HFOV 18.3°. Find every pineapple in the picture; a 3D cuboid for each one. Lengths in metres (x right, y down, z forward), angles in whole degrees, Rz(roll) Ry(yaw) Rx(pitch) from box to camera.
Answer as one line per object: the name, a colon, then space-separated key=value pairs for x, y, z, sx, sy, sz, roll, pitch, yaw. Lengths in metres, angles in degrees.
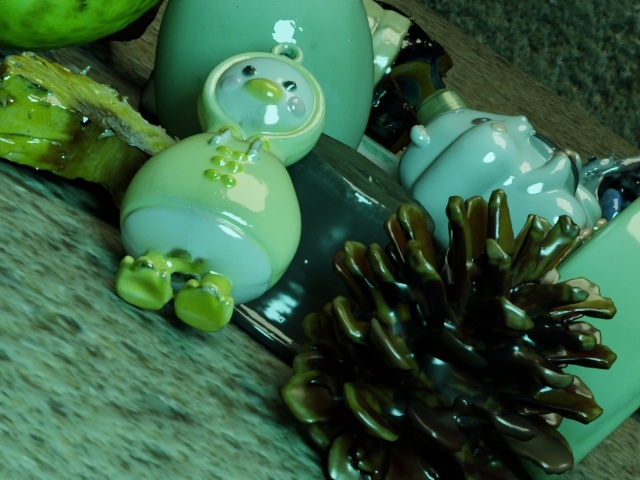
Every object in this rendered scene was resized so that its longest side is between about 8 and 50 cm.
pineapple: x=-0.204 y=-0.091 z=1.638 sx=0.233 sy=0.079 sz=0.135 roll=28 pitch=19 yaw=-35

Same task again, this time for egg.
egg: x=-0.051 y=-0.152 z=1.818 sx=0.202 sy=0.283 sz=0.203 roll=6 pitch=25 yaw=-3

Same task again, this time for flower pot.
flower pot: x=0.000 y=0.000 z=1.702 sx=0.235 sy=0.148 sz=0.235 roll=34 pitch=13 yaw=-9

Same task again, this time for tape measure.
tape measure: x=0.039 y=-0.169 z=2.218 sx=0.135 sy=0.202 sz=0.223 roll=49 pitch=14 yaw=32

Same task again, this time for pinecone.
pinecone: x=0.101 y=0.079 z=1.492 sx=0.264 sy=0.264 sz=0.264 roll=35 pitch=14 yaw=-10

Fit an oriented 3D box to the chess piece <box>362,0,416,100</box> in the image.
chess piece: x=-0.061 y=-0.247 z=2.032 sx=0.300 sy=0.137 sz=0.137 roll=30 pitch=15 yaw=-7

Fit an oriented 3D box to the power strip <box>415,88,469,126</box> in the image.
power strip: x=0.141 y=-0.050 z=2.121 sx=0.092 sy=0.066 sz=0.387 roll=59 pitch=-5 yaw=19

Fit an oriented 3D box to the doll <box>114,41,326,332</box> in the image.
doll: x=-0.071 y=-0.056 z=1.573 sx=0.141 sy=0.296 sz=0.117 roll=16 pitch=-32 yaw=6

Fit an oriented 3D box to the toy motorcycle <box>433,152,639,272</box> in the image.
toy motorcycle: x=0.249 y=0.012 z=2.052 sx=0.241 sy=0.319 sz=0.182 roll=40 pitch=56 yaw=-5

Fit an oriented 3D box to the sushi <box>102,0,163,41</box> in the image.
sushi: x=-0.230 y=-0.308 z=2.122 sx=0.140 sy=0.149 sz=0.287 roll=29 pitch=21 yaw=-17

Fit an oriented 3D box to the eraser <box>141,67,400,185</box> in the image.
eraser: x=-0.039 y=-0.102 z=2.033 sx=0.290 sy=0.104 sz=0.189 roll=34 pitch=17 yaw=-11

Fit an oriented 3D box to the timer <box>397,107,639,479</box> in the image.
timer: x=0.200 y=0.009 z=1.774 sx=0.315 sy=0.291 sz=0.291 roll=48 pitch=15 yaw=8

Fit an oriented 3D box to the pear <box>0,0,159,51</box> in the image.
pear: x=-0.261 y=-0.346 z=1.775 sx=0.391 sy=0.391 sz=0.391 roll=35 pitch=14 yaw=-10
